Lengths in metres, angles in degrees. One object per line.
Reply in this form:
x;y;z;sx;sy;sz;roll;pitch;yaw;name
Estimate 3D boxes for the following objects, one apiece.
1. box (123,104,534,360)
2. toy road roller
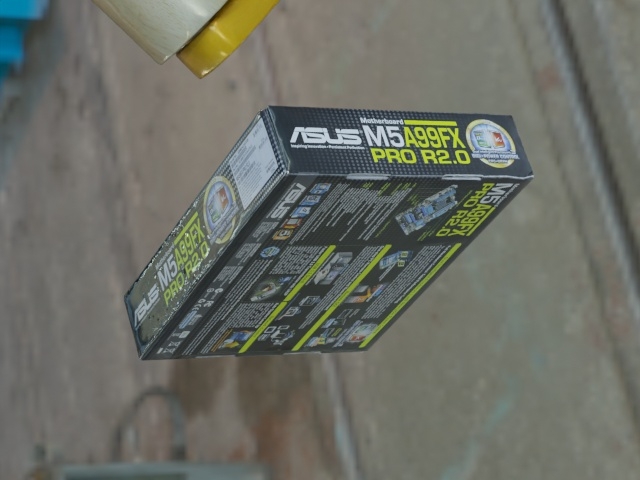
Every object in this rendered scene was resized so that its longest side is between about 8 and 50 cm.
0.000;0.000;1.414;0.270;0.216;0.060;-50;50;47;box
-0.138;-0.296;1.858;0.240;0.202;0.329;-32;17;52;toy road roller
